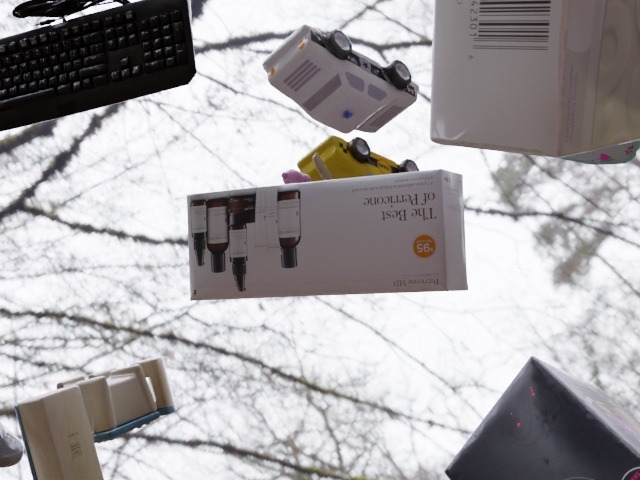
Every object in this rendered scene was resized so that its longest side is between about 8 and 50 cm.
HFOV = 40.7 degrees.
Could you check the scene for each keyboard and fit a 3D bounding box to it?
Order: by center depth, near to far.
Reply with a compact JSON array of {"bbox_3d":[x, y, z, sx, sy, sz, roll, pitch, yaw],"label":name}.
[{"bbox_3d":[-0.182,-0.136,0.594,0.192,0.100,0.038,-12,-19,10],"label":"keyboard"}]

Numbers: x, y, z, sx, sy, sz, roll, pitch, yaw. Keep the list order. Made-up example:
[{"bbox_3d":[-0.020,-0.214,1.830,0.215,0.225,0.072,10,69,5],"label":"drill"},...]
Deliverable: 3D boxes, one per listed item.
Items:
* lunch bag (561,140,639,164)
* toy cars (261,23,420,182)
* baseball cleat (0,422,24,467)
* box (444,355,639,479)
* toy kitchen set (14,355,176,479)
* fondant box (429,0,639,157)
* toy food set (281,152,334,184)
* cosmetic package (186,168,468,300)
[{"bbox_3d":[0.420,-0.249,1.444,0.160,0.262,0.223,-56,-25,-30],"label":"lunch bag"},{"bbox_3d":[0.047,-0.118,1.099,0.177,0.087,0.393,-9,-30,6],"label":"toy cars"},{"bbox_3d":[-0.420,0.208,1.037,0.109,0.072,0.206,-46,-44,3],"label":"baseball cleat"},{"bbox_3d":[0.279,0.267,0.847,0.143,0.270,0.165,25,-77,-38],"label":"box"},{"bbox_3d":[-0.270,0.217,0.949,0.166,0.122,0.207,-17,-3,29],"label":"toy kitchen set"},{"bbox_3d":[0.210,-0.196,0.601,0.330,0.096,0.238,-16,-69,-47],"label":"fondant box"},{"bbox_3d":[-0.025,-0.031,0.878,0.078,0.019,0.122,58,-133,-25],"label":"toy food set"},{"bbox_3d":[0.000,0.000,0.731,0.060,0.239,0.098,0,-94,-64],"label":"cosmetic package"}]
